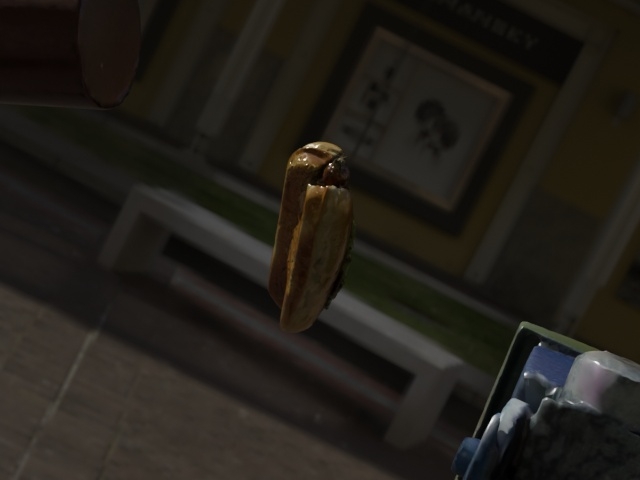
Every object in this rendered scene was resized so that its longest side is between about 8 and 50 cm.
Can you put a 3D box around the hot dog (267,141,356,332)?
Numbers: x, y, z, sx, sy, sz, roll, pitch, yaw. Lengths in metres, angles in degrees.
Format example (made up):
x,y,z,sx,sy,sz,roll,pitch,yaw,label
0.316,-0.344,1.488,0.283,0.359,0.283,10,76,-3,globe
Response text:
x,y,z,sx,sy,sz,roll,pitch,yaw,label
0.000,0.000,0.691,0.041,0.133,0.056,-6,55,-15,hot dog

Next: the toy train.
x,y,z,sx,sy,sz,roll,pitch,yaw,label
0.103,0.192,0.689,0.131,0.300,0.202,23,8,10,toy train

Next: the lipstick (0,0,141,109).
x,y,z,sx,sy,sz,roll,pitch,yaw,label
-0.242,-0.087,0.522,0.356,0.057,0.057,5,0,17,lipstick
